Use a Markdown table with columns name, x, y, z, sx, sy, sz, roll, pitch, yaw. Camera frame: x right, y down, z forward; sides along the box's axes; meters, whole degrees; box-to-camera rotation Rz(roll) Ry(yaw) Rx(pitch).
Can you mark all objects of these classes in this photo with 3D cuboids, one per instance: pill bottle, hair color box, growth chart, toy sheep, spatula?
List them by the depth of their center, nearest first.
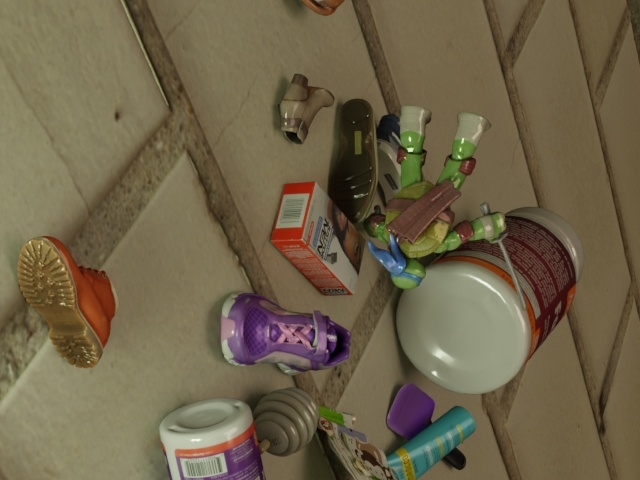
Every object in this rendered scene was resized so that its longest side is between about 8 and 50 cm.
| name | x | y | z | sx | sy | sz | roll | pitch | yaw |
| --- | --- | --- | --- | --- | --- | --- | --- | --- | --- |
| pill bottle | -0.114 | 0.288 | 1.357 | 0.108 | 0.108 | 0.193 | -35 | 119 | -56 |
| toy sheep | -0.049 | 0.232 | 1.499 | 0.132 | 0.091 | 0.091 | -50 | 131 | -50 |
| hair color box | 0.000 | 0.000 | 1.635 | 0.167 | 0.053 | 0.093 | 48 | 47 | -51 |
| growth chart | 0.076 | 0.325 | 1.655 | 0.237 | 0.021 | 0.172 | 52 | 13 | 24 |
| spatula | 0.189 | 0.325 | 1.981 | 0.296 | 0.030 | 0.084 | 49 | 60 | -52 |
| pill bottle | 0.303 | 0.085 | 2.003 | 0.392 | 0.224 | 0.224 | -33 | 118 | -56 |

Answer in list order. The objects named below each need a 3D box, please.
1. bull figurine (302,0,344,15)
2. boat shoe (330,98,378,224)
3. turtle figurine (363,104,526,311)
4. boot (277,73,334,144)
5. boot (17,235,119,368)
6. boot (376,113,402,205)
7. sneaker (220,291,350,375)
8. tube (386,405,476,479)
| name | x | y | z | sx | sy | sz | roll | pitch | yaw |
| --- | --- | --- | --- | --- | --- | --- | --- | --- | --- |
| bull figurine | 0.003 | -0.469 | 1.615 | 0.188 | 0.101 | 0.310 | 25 | 65 | -54 |
| boat shoe | 0.059 | -0.110 | 1.741 | 0.072 | 0.068 | 0.189 | 50 | 46 | -70 |
| turtle figurine | 0.170 | -0.050 | 1.752 | 0.275 | 0.198 | 0.266 | 15 | 84 | -38 |
| boot | -0.021 | -0.173 | 1.624 | 0.118 | 0.042 | 0.086 | 26 | 73 | -57 |
| boot | -0.249 | 0.044 | 1.185 | 0.084 | 0.059 | 0.157 | -65 | 150 | -44 |
| boot | 0.133 | -0.106 | 1.862 | 0.190 | 0.069 | 0.086 | 61 | 42 | -37 |
| sneaker | -0.038 | 0.121 | 1.509 | 0.236 | 0.105 | 0.095 | 22 | 71 | -58 |
| tube | 0.162 | 0.338 | 1.886 | 0.207 | 0.052 | 0.080 | -32 | 113 | -32 |
